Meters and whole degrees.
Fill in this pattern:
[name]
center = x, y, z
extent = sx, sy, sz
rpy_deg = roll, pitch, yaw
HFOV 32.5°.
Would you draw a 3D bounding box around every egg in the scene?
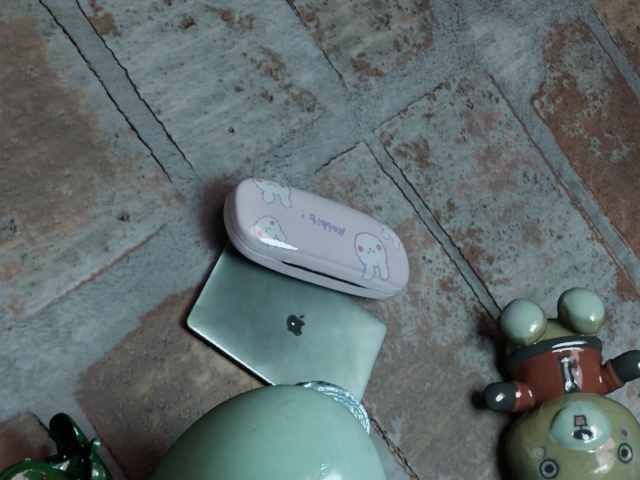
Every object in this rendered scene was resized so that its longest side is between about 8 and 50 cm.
[egg]
center = -0.071, 0.339, 1.138
extent = 0.276, 0.276, 0.389
rpy_deg = 20, 86, -27

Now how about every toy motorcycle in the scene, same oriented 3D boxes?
[toy motorcycle]
center = -0.323, 0.265, 1.113
extent = 0.274, 0.124, 0.187
rpy_deg = 11, 73, -32

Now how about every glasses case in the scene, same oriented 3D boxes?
[glasses case]
center = 0.000, 0.000, 1.477
extent = 0.296, 0.075, 0.113
rpy_deg = 18, 50, -34

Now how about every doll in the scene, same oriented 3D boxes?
[doll]
center = 0.350, 0.242, 1.579
extent = 0.235, 0.174, 0.330
rpy_deg = -7, 69, -6

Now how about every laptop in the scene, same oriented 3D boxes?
[laptop]
center = -0.037, 0.113, 1.449
extent = 0.269, 0.015, 0.188
rpy_deg = 37, 53, -17

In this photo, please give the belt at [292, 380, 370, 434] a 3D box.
[belt]
center = -0.024, 0.247, 1.356
extent = 0.163, 0.082, 0.148
rpy_deg = 14, 71, -29
